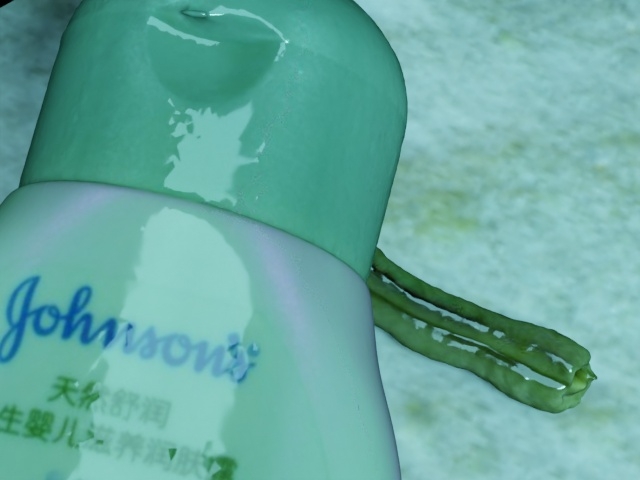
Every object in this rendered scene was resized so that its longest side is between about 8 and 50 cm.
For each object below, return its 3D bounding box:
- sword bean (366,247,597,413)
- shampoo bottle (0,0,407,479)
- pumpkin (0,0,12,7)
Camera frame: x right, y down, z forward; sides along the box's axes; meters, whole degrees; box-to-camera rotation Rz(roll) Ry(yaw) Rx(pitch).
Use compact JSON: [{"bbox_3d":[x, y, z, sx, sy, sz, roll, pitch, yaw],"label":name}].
[{"bbox_3d":[0.000,0.001,0.830,0.269,0.038,0.043,31,94,12],"label":"sword bean"},{"bbox_3d":[-0.064,0.053,0.721,0.222,0.151,0.349,13,74,8],"label":"shampoo bottle"},{"bbox_3d":[-0.209,-0.231,0.798,0.315,0.238,0.315,-7,63,13],"label":"pumpkin"}]
